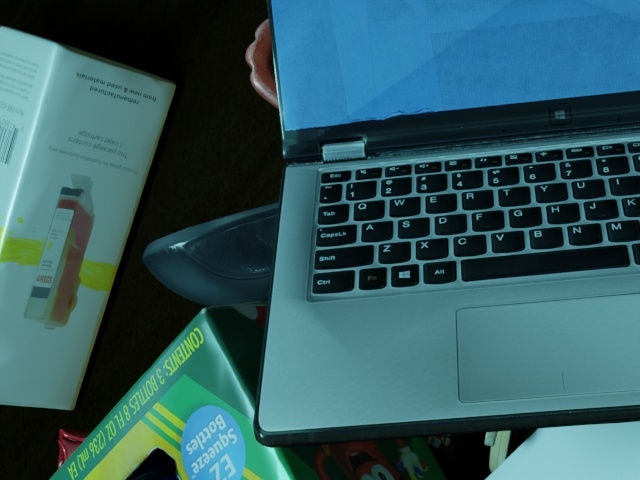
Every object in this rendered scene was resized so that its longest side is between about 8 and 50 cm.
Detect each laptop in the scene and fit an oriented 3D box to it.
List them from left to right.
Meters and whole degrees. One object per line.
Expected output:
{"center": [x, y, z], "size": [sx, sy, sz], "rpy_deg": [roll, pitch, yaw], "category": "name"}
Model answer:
{"center": [0.143, -0.114, 0.853], "size": [0.382, 0.236, 0.408], "rpy_deg": [-6, 39, 9], "category": "laptop"}

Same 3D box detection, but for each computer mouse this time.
{"center": [0.000, 0.000, 1.097], "size": [0.272, 0.188, 0.072], "rpy_deg": [-17, 88, -1], "category": "computer mouse"}

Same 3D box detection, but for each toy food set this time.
{"center": [0.151, 0.111, 1.008], "size": [0.039, 0.192, 0.132], "rpy_deg": [13, 75, 13], "category": "toy food set"}

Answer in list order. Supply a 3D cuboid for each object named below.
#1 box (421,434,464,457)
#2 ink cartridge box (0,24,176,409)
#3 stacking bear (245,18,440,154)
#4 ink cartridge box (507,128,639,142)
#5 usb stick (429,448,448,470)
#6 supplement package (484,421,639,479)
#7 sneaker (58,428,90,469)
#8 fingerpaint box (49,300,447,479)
{"center": [0.041, 0.068, 1.179], "size": [0.233, 0.044, 0.159], "rpy_deg": [16, 77, 41], "category": "box"}
{"center": [-0.347, -0.037, 1.591], "size": [0.279, 0.160, 0.384], "rpy_deg": [23, 96, 49], "category": "ink cartridge box"}
{"center": [0.041, -0.132, 1.141], "size": [0.175, 0.164, 0.289], "rpy_deg": [-58, 0, -7], "category": "stacking bear"}
{"center": [0.221, -0.005, 1.024], "size": [0.231, 0.078, 0.134], "rpy_deg": [44, 112, 44], "category": "ink cartridge box"}
{"center": [0.023, 0.112, 1.231], "size": [0.077, 0.045, 0.278], "rpy_deg": [-53, 46, 18], "category": "usb stick"}
{"center": [0.231, 0.191, 0.879], "size": [0.262, 0.145, 0.204], "rpy_deg": [-49, 35, 26], "category": "supplement package"}
{"center": [-0.172, 0.216, 1.352], "size": [0.221, 0.128, 0.087], "rpy_deg": [-23, 64, 43], "category": "sneaker"}
{"center": [-0.076, 0.322, 1.115], "size": [0.445, 0.163, 0.371], "rpy_deg": [-46, 62, 34], "category": "fingerpaint box"}
